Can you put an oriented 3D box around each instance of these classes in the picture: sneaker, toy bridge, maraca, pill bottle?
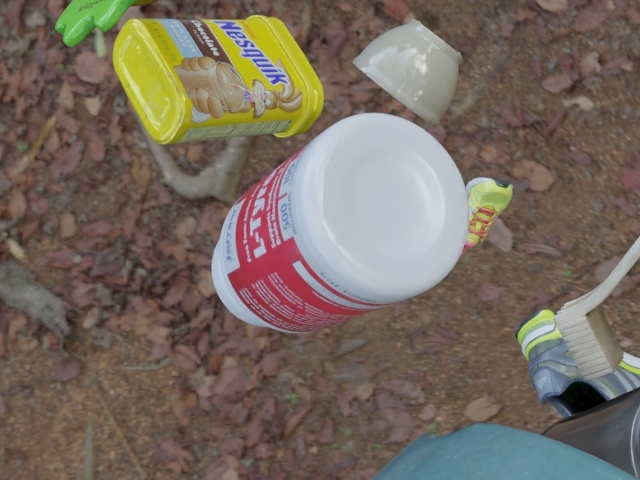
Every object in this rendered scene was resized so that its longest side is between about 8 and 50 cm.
[{"bbox_3d":[0.279,-0.037,1.702,0.208,0.081,0.094,122,160,-58],"label":"sneaker"},{"bbox_3d":[0.180,0.001,0.392,0.188,0.026,0.063,-27,91,37],"label":"toy bridge"},{"bbox_3d":[-0.140,-0.221,0.718,0.127,0.099,0.186,-12,50,44],"label":"maraca"},{"bbox_3d":[0.000,0.000,1.292,0.407,0.229,0.229,-29,64,61],"label":"pill bottle"},{"bbox_3d":[0.362,0.202,1.166,0.111,0.299,0.121,-49,21,42],"label":"sneaker"}]

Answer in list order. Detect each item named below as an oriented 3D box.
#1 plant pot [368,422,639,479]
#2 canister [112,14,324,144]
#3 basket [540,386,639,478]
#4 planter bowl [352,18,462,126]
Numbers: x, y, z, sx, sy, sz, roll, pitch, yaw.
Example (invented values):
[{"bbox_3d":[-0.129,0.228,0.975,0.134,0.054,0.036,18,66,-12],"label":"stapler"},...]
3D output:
[{"bbox_3d":[0.031,0.273,0.368,0.341,0.341,0.334,31,56,30],"label":"plant pot"},{"bbox_3d":[-0.095,-0.152,0.901,0.073,0.169,0.126,-47,66,40],"label":"canister"},{"bbox_3d":[0.274,0.185,0.741,0.204,0.227,0.154,18,69,11],"label":"basket"},{"bbox_3d":[0.143,-0.262,1.439,0.162,0.162,0.109,44,104,27],"label":"planter bowl"}]
